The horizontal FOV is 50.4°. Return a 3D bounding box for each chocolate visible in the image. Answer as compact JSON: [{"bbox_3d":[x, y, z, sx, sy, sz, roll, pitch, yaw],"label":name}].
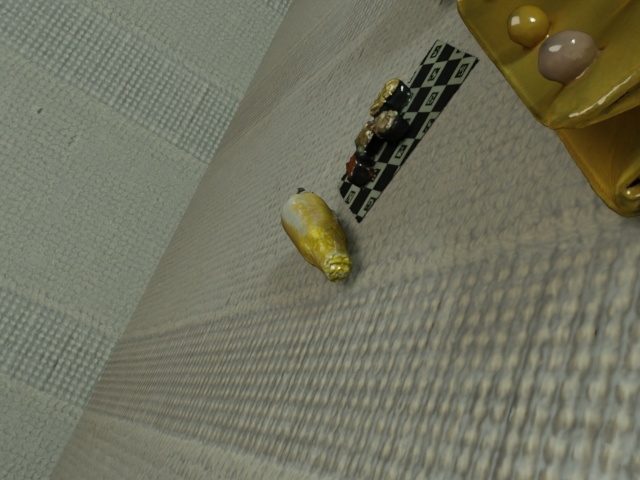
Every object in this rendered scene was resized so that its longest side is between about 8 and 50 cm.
[{"bbox_3d":[0.000,0.000,0.953,0.086,0.085,0.219,-56,24,12],"label":"chocolate"}]

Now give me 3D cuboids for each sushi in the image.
[{"bbox_3d":[0.099,-0.175,0.996,0.279,0.043,0.192,-54,20,15],"label":"sushi"}]

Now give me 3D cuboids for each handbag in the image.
[{"bbox_3d":[0.265,-0.227,0.552,0.283,0.133,0.401,-41,23,23],"label":"handbag"}]
